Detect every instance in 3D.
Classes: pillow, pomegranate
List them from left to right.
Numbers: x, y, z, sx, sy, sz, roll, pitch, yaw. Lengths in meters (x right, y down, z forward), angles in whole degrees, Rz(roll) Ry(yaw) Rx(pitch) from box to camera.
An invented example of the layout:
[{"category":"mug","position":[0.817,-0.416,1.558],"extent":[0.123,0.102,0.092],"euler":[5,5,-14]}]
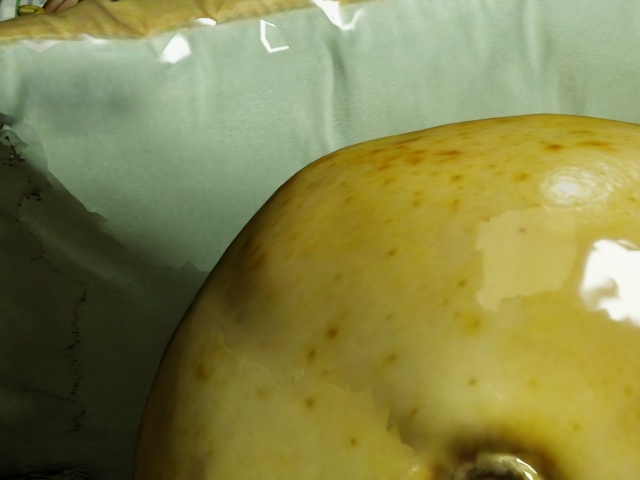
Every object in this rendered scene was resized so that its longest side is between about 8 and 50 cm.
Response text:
[{"category":"pillow","position":[0.000,0.000,0.681],"extent":[0.310,0.312,0.119],"euler":[-7,62,-13]},{"category":"pomegranate","position":[0.060,0.071,0.501],"extent":[0.233,0.233,0.233],"euler":[-3,18,1]}]

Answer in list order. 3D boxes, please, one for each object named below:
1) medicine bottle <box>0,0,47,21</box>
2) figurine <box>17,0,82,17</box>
[{"category":"medicine bottle","position":[-0.136,-0.162,1.497],"extent":[0.221,0.061,0.092],"euler":[-2,-1,1]},{"category":"figurine","position":[-0.076,-0.112,1.202],"extent":[0.263,0.142,0.189],"euler":[-3,41,2]}]
